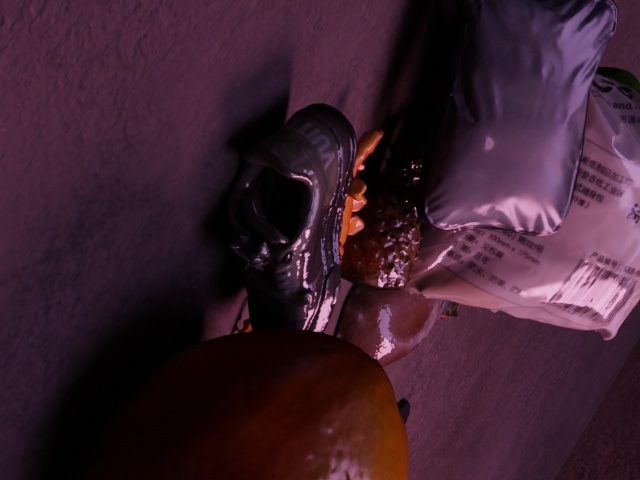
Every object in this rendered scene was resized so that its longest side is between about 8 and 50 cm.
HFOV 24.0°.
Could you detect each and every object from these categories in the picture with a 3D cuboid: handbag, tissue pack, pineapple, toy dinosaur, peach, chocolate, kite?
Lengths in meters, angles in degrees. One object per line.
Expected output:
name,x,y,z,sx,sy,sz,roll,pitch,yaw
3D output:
handbag,0.225,-0.155,1.742,0.075,0.192,0.332,-110,-153,-61
tissue pack,0.299,-0.054,1.928,0.375,0.195,0.390,19,115,-30
pineapple,0.083,-0.036,1.826,0.108,0.108,0.197,28,79,-69
toy dinosaur,0.000,0.000,1.712,0.288,0.070,0.117,-61,159,7
peach,-0.069,0.243,1.507,0.373,0.290,0.372,-37,141,-37
chocolate,0.115,0.098,2.062,0.261,0.083,0.161,-32,141,-52
kite,0.208,0.062,2.330,0.183,0.014,0.241,-53,157,-32

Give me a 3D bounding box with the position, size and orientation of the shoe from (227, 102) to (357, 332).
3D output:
shoe,-0.052,0.007,1.552,0.149,0.109,0.293,-28,136,-51

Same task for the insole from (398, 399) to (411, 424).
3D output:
insole,0.056,0.354,2.317,0.309,0.012,0.110,-47,153,-36

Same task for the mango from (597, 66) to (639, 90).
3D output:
mango,0.372,-0.150,2.207,0.382,0.201,0.225,-39,139,-46
